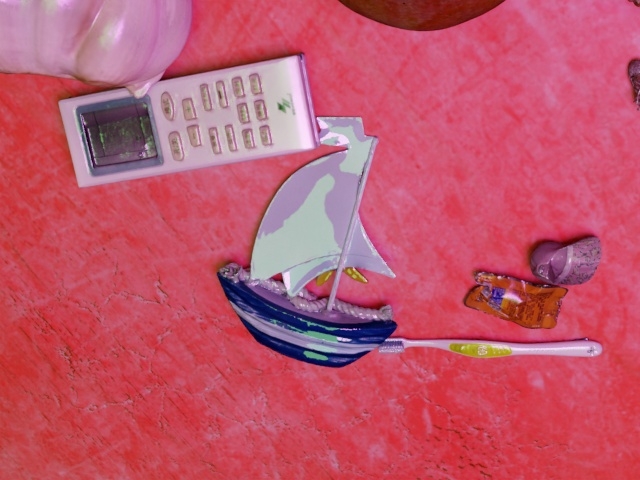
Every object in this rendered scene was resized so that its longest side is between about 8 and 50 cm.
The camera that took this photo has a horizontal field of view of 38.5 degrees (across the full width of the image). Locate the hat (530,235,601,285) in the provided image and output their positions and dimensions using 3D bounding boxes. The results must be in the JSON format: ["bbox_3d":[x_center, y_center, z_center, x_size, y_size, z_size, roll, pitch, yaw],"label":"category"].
[{"bbox_3d":[0.270,0.019,1.022,0.087,0.042,0.058,-19,122,-19],"label":"hat"}]

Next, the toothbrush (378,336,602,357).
[{"bbox_3d":[0.198,0.125,1.085,0.263,0.026,0.022,-1,113,6],"label":"toothbrush"}]

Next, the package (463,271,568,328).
[{"bbox_3d":[0.223,0.068,1.048,0.111,0.033,0.077,15,121,7],"label":"package"}]

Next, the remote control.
[{"bbox_3d":[-0.145,-0.129,1.003,0.277,0.055,0.103,-8,102,13],"label":"remote control"}]

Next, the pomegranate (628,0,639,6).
[{"bbox_3d":[0.345,-0.289,0.772,0.248,0.248,0.248,3,114,8],"label":"pomegranate"}]

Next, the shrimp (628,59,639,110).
[{"bbox_3d":[0.341,-0.141,0.937,0.092,0.038,0.029,47,155,-12],"label":"shrimp"}]

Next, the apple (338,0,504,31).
[{"bbox_3d":[0.086,-0.308,0.801,0.257,0.234,0.256,3,117,7],"label":"apple"}]

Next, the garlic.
[{"bbox_3d":[-0.278,-0.264,0.909,0.281,0.185,0.203,10,90,9],"label":"garlic"}]

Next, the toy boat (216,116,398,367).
[{"bbox_3d":[0.000,0.000,1.043,0.220,0.067,0.291,15,111,5],"label":"toy boat"}]
